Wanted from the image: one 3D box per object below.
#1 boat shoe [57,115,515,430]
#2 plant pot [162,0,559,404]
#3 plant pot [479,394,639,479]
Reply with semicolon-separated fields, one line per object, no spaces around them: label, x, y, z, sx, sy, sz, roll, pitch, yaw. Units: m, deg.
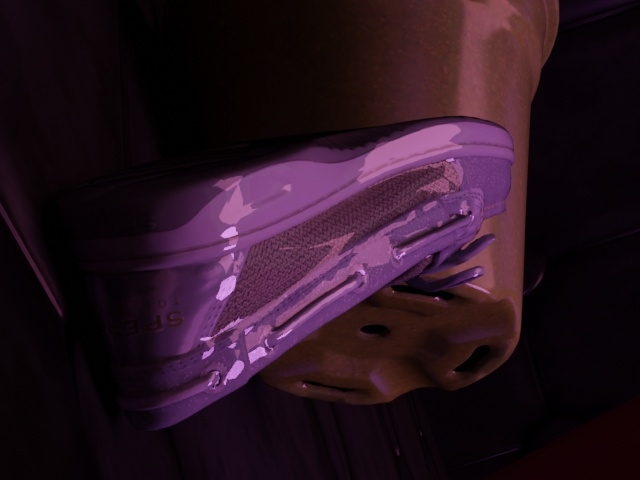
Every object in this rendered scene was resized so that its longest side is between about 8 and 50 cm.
boat shoe;0.002;0.000;0.697;0.320;0.118;0.103;-19;103;-60
plant pot;0.031;-0.041;0.953;0.276;0.276;0.254;65;19;-57
plant pot;0.080;0.182;0.415;0.275;0.243;0.275;-21;90;-78
